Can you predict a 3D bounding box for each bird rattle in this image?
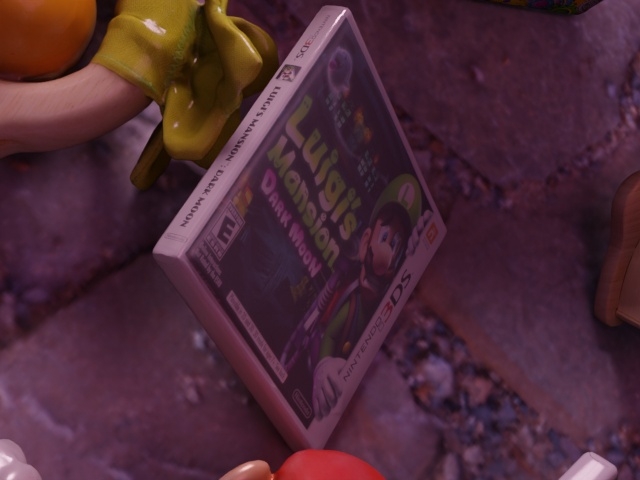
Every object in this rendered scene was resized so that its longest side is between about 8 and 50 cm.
[{"bbox_3d":[-0.132,-0.144,0.675,0.207,0.143,0.253,-23,86,-13],"label":"bird rattle"}]

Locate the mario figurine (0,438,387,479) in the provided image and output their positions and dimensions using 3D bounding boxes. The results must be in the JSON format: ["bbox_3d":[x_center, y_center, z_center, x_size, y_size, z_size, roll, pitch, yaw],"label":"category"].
[{"bbox_3d":[-0.100,0.194,0.629,0.321,0.198,0.170,-16,41,-21],"label":"mario figurine"}]

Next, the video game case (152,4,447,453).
[{"bbox_3d":[0.000,0.000,0.701,0.173,0.022,0.190,-58,142,-26],"label":"video game case"}]

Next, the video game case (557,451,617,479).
[{"bbox_3d":[0.080,0.236,0.670,0.023,0.193,0.212,31,54,32],"label":"video game case"}]

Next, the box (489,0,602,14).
[{"bbox_3d":[0.087,-0.320,0.798,0.279,0.177,0.289,3,76,-26],"label":"box"}]

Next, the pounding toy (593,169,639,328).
[{"bbox_3d":[0.297,-0.009,0.891,0.270,0.155,0.154,-22,117,-21],"label":"pounding toy"}]
